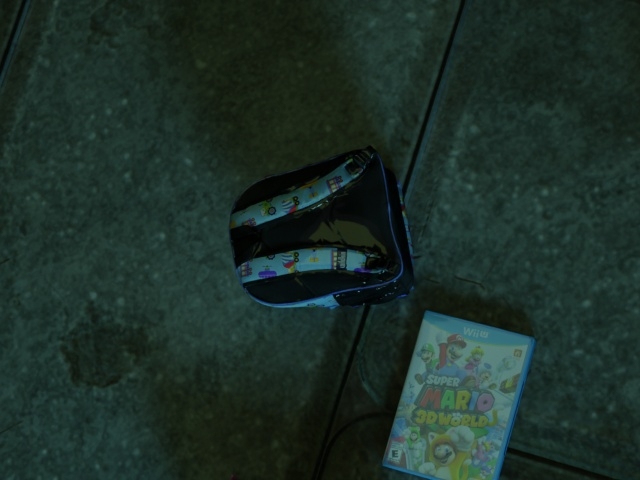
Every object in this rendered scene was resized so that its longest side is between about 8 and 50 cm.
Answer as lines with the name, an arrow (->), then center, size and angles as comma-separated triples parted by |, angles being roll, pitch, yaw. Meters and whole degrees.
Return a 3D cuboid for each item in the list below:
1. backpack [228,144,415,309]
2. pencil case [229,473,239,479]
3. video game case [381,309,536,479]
backpack -> 0.000, 0.000, 1.922 | 0.173, 0.117, 0.158 | -15, 74, 11
pencil case -> -0.011, 0.302, 1.872 | 0.209, 0.095, 0.098 | 11, 60, 15
video game case -> 0.141, 0.164, 1.899 | 0.119, 0.015, 0.166 | 14, 81, 18
